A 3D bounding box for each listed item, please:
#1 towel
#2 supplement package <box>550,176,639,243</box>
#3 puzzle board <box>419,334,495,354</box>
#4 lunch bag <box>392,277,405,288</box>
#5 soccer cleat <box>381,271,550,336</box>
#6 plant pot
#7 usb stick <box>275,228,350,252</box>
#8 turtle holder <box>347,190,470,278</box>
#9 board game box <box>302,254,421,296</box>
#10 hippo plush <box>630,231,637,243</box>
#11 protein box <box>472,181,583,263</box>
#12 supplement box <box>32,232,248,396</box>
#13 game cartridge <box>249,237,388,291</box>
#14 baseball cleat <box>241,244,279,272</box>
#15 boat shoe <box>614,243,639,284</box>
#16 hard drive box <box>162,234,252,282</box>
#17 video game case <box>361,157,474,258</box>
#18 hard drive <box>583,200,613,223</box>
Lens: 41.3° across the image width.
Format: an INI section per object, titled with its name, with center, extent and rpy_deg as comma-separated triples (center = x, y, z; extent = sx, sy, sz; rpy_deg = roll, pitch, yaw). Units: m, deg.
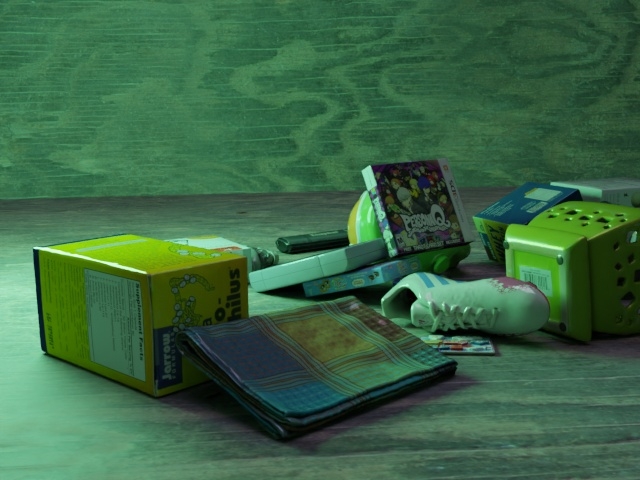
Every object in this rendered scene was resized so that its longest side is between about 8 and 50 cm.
[towel]
center = -0.001, 0.172, 1.301
extent = 0.370, 0.040, 0.271
rpy_deg = -10, 30, -42
[supplement package]
center = 0.775, -0.057, 2.261
extent = 0.263, 0.199, 0.198
rpy_deg = -5, 11, -25
[puzzle board]
center = 0.238, 0.182, 1.495
extent = 0.128, 0.011, 0.096
rpy_deg = 1, 10, 6
[lunch bag]
center = 0.199, 0.107, 1.770
extent = 0.098, 0.065, 0.067
rpy_deg = 3, 11, 24
[soccer cleat]
center = 0.255, 0.131, 1.558
extent = 0.143, 0.116, 0.331
rpy_deg = -25, 19, -38
[plant pot]
center = 0.477, 0.059, 1.587
extent = 0.207, 0.227, 0.228
rpy_deg = -12, 14, -27
[usb stick]
center = 0.000, 0.000, 2.466
extent = 0.278, 0.045, 0.077
rpy_deg = -7, 11, -34
[turtle holder]
center = 0.213, -0.029, 2.065
extent = 0.320, 0.243, 0.227
rpy_deg = -12, -3, -32
[board game box]
center = 0.092, 0.078, 1.876
extent = 0.211, 0.039, 0.160
rpy_deg = -14, 0, 37
[hippo plush]
center = 0.878, 0.013, 2.009
extent = 0.236, 0.234, 0.294
rpy_deg = -36, 21, -26
[protein box]
center = 0.542, -0.039, 2.173
extent = 0.200, 0.136, 0.201
rpy_deg = -31, 20, -17
[supplement box]
center = -0.306, 0.110, 1.433
extent = 0.356, 0.194, 0.195
rpy_deg = 9, 14, 44
[game cartridge]
center = -0.009, 0.057, 1.902
extent = 0.297, 0.062, 0.198
rpy_deg = -15, 4, 41
[baseball cleat]
center = -0.152, 0.046, 2.151
extent = 0.109, 0.072, 0.206
rpy_deg = 3, 12, -15
[boat shoe]
center = 0.620, 0.054, 1.941
extent = 0.120, 0.122, 0.324
rpy_deg = -26, 7, -2
[hard drive box]
center = -0.294, 0.053, 2.068
extent = 0.181, 0.089, 0.232
rpy_deg = -7, 12, -29
[video game case]
center = 0.221, -0.076, 1.907
extent = 0.232, 0.210, 0.042
rpy_deg = -8, -15, -33
[hard drive]
center = 0.522, 0.013, 1.837
extent = 0.255, 0.054, 0.172
rpy_deg = -36, -7, -23
